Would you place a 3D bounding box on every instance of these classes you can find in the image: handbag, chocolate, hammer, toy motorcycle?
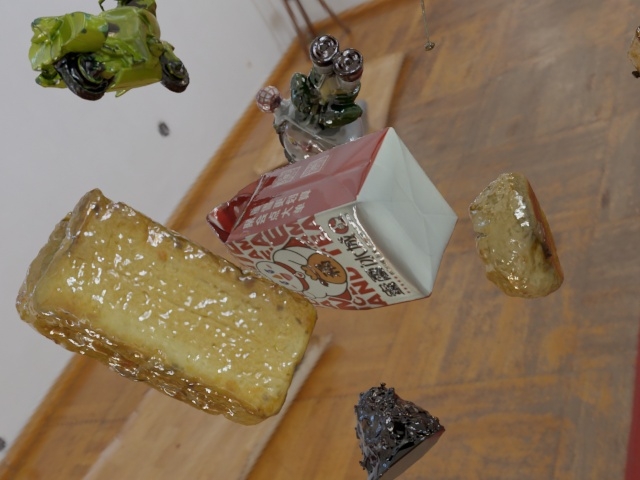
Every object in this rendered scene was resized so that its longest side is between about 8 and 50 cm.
[{"bbox_3d":[0.000,0.000,1.099,0.298,0.171,0.151,-18,33,38],"label":"handbag"},{"bbox_3d":[0.101,0.297,1.399,0.156,0.156,0.133,-37,66,-8],"label":"chocolate"},{"bbox_3d":[0.192,-0.411,1.636,0.014,0.123,0.029,-7,-4,-33],"label":"hammer"},{"bbox_3d":[-0.358,-0.342,1.531,0.142,0.206,0.342,-38,-5,28],"label":"toy motorcycle"}]

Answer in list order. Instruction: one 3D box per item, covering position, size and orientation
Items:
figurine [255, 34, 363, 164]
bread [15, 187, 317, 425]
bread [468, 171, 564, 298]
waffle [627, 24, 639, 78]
[{"bbox_3d":[0.008,-0.259,1.771,0.167,0.281,0.370,-57,-9,-26],"label":"figurine"},{"bbox_3d":[-0.110,0.054,0.657,0.083,0.211,0.114,-17,45,65],"label":"bread"},{"bbox_3d":[0.359,0.001,1.650,0.134,0.244,0.244,-17,30,20],"label":"bread"},{"bbox_3d":[0.544,-0.225,1.056,0.327,0.224,0.098,-30,-11,-24],"label":"waffle"}]
